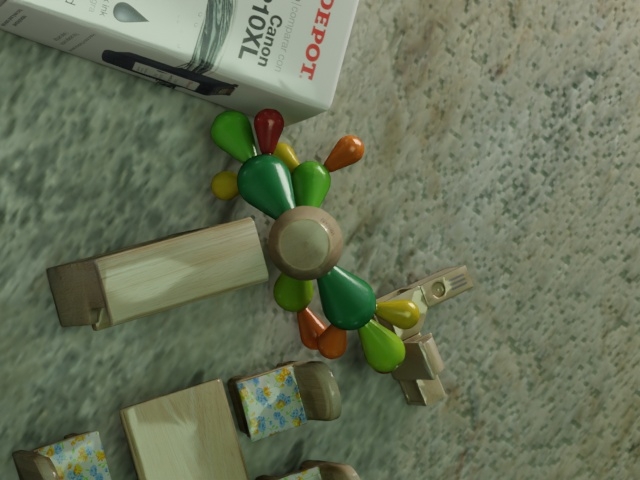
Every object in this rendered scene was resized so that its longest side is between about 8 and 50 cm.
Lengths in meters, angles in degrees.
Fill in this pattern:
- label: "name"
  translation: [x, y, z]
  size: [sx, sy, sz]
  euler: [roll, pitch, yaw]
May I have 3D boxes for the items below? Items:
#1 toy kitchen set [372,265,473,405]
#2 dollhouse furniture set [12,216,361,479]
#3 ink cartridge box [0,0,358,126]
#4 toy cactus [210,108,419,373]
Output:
- label: "toy kitchen set"
  translation: [0.092, 0.070, 1.317]
  size: [0.075, 0.068, 0.083]
  euler: [-24, 96, -21]
- label: "dollhouse furniture set"
  translation: [-0.089, 0.119, 1.193]
  size: [0.212, 0.161, 0.242]
  euler: [-16, 92, -22]
- label: "ink cartridge box"
  translation: [-0.091, -0.199, 1.245]
  size: [0.237, 0.100, 0.172]
  euler: [18, 81, -19]
- label: "toy cactus"
  translation: [0.000, 0.000, 1.225]
  size: [0.112, 0.180, 0.219]
  euler: [-24, 91, 0]
